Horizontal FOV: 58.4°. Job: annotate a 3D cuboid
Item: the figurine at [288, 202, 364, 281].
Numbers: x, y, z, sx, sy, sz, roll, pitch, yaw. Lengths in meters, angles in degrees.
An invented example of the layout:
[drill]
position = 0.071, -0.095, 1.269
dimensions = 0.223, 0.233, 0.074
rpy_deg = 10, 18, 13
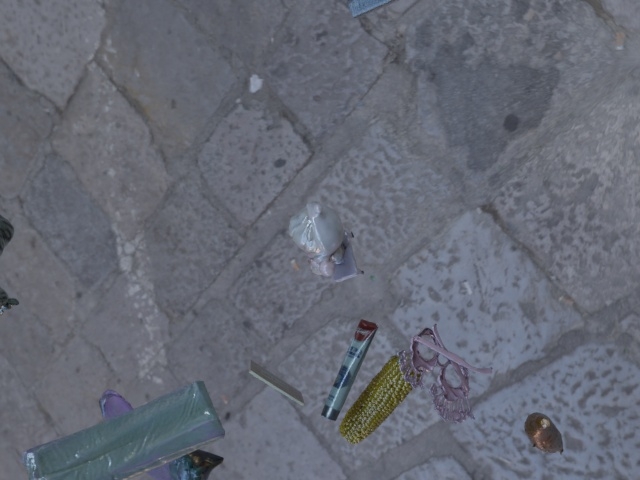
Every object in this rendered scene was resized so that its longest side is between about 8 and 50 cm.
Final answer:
[figurine]
position = 0.010, 0.003, 1.372
dimensions = 0.144, 0.257, 0.182
rpy_deg = -1, 68, 20

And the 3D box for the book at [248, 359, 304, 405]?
[book]
position = -0.121, 0.387, 1.560
dimensions = 0.172, 0.118, 0.012
rpy_deg = 34, 87, -6

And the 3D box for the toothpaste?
[toothpaste]
position = 0.066, 0.296, 1.314
dimensions = 0.062, 0.039, 0.239
rpy_deg = 12, 73, 51

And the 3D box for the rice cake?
[rice cake]
position = -0.231, 0.246, 0.688
dimensions = 0.080, 0.221, 0.042
rpy_deg = 61, 149, 21

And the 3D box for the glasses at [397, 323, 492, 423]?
[glasses]
position = 0.290, 0.311, 1.321
dimensions = 0.255, 0.162, 0.095
rpy_deg = 44, 148, -8

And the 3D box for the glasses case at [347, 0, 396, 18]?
[glasses case]
position = 0.164, -0.556, 1.278
dimensions = 0.205, 0.071, 0.047
rpy_deg = -10, 112, 36

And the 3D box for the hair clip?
[hair clip]
position = -0.341, 0.410, 1.153
dimensions = 0.358, 0.096, 0.110
rpy_deg = 12, 142, 34

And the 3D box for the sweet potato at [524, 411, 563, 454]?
[sweet potato]
position = 0.495, 0.435, 1.264
dimensions = 0.072, 0.314, 0.066
rpy_deg = -47, 47, -5

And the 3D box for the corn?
[corn]
position = 0.147, 0.386, 1.408
dimensions = 0.091, 0.091, 0.260
rpy_deg = 42, 91, 18

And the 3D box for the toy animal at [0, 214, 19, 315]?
[toy animal]
position = -0.687, 0.016, 1.133
dimensions = 0.089, 0.170, 0.255
rpy_deg = -22, 59, 13
